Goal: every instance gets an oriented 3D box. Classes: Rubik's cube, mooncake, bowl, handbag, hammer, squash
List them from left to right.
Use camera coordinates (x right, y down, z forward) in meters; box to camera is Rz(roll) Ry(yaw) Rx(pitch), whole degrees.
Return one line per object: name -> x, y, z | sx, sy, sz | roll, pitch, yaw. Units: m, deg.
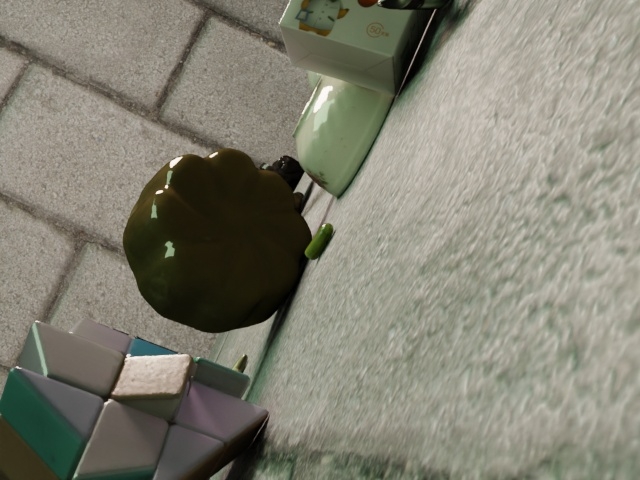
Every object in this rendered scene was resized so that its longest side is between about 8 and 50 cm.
Rubik's cube -> -0.304, 0.298, 1.087 | 0.368, 0.387, 0.358 | -85, 20, -59
mooncake -> -0.203, -0.004, 1.515 | 0.201, 0.378, 0.378 | -47, 17, 46
hammer -> -0.170, 0.290, 1.610 | 0.060, 0.028, 0.195 | -58, 10, -5
handbag -> -0.163, -0.128, 2.213 | 0.285, 0.113, 0.257 | -58, 0, 5
squash -> 0.000, 0.000, 1.338 | 0.083, 0.027, 0.027 | -58, 10, 41
bowl -> 0.035, -0.239, 1.480 | 0.277, 0.145, 0.277 | -60, 8, 14

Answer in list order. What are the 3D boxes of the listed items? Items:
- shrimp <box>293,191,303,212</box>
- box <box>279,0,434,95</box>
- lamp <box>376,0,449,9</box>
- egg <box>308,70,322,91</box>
shrimp -> -0.122, -0.040, 2.211 | 0.289, 0.075, 0.178 | -74, 8, -58
box -> 0.097, -0.465, 1.350 | 0.143, 0.225, 0.341 | 70, -138, -70
lamp -> 0.223, -0.466, 1.133 | 0.283, 0.124, 0.203 | -64, -14, 24
egg -> 0.054, -0.404, 1.786 | 0.169, 0.169, 0.236 | -62, 10, 20
